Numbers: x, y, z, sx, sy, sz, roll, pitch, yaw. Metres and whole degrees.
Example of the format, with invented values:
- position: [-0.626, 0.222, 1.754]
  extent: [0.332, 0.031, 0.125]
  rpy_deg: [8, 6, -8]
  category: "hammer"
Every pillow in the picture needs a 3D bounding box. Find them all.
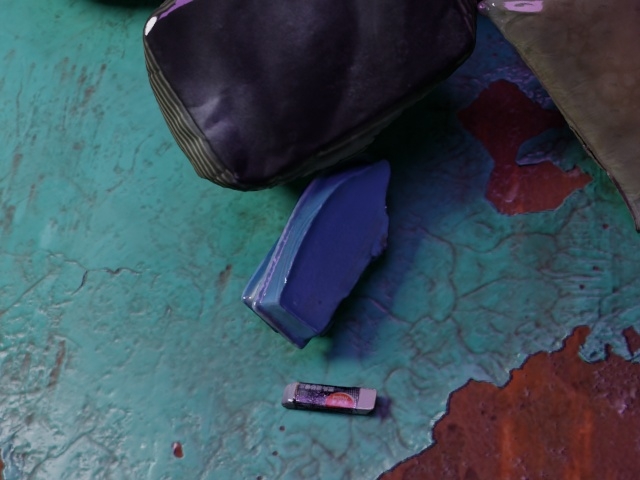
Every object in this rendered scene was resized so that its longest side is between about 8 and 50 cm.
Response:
- position: [0.318, -0.170, 1.424]
  extent: [0.185, 0.075, 0.302]
  rpy_deg: [-37, 94, -8]
  category: "pillow"

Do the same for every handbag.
- position: [-0.020, -0.213, 1.477]
  extent: [0.341, 0.247, 0.240]
  rpy_deg: [-32, 14, -2]
  category: "handbag"

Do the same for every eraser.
- position: [0.008, 0.157, 1.390]
  extent: [0.099, 0.019, 0.027]
  rpy_deg: [4, 58, 16]
  category: "eraser"

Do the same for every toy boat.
- position: [0.000, 0.000, 1.458]
  extent: [0.098, 0.109, 0.238]
  rpy_deg: [-11, 43, 53]
  category: "toy boat"
